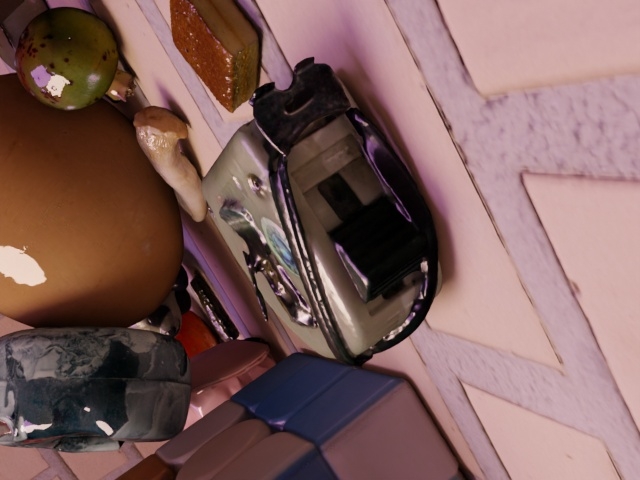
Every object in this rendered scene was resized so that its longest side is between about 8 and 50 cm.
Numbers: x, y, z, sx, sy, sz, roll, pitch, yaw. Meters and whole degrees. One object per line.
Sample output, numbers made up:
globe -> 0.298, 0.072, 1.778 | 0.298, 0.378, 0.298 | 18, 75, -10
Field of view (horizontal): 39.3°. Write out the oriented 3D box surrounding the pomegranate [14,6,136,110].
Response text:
pomegranate -> -0.284, -0.201, 1.024 | 0.130, 0.130, 0.130 | 47, 161, 22

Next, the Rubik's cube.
Rubik's cube -> -0.020, 0.362, 0.987 | 0.346, 0.347, 0.344 | 57, 161, -9

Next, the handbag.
handbag -> -0.129, 0.224, 1.299 | 0.205, 0.179, 0.116 | -4, 111, 60

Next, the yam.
yam -> -0.176, 0.107, 1.444 | 0.129, 0.027, 0.033 | 59, 160, -9

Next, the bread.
bread -> -0.086, -0.162, 0.718 | 0.090, 0.035, 0.094 | 51, 162, 13

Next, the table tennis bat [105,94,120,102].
table tennis bat -> -0.312, -0.244, 1.187 | 0.156, 0.013, 0.087 | 49, 162, 15

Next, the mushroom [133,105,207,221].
mushroom -> -0.168, -0.085, 1.056 | 0.059, 0.054, 0.202 | 51, 168, 30

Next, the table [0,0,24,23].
table -> -0.428, -0.328, 0.890 | 0.282, 0.250, 0.196 | 42, 176, 39

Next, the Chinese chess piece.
Chinese chess piece -> -0.449, -0.333, 1.276 | 0.188, 0.083, 0.188 | 44, 157, 24

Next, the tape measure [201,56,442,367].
tape measure -> 0.000, 0.000, 0.665 | 0.207, 0.115, 0.235 | 58, 162, -1

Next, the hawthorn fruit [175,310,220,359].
hawthorn fruit -> -0.274, 0.211, 1.606 | 0.205, 0.205, 0.253 | 30, 149, 52

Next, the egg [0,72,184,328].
egg -> -0.344, -0.043, 1.164 | 0.374, 0.301, 0.301 | 41, 169, -25

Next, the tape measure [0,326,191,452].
tape measure -> -0.295, 0.194, 1.140 | 0.275, 0.256, 0.147 | 145, 125, -68

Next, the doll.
doll -> -0.284, 0.066, 1.441 | 0.234, 0.135, 0.143 | 58, 165, 22

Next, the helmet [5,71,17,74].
helmet -> -0.474, -0.197, 1.487 | 0.205, 0.140, 0.257 | 18, 166, 9
